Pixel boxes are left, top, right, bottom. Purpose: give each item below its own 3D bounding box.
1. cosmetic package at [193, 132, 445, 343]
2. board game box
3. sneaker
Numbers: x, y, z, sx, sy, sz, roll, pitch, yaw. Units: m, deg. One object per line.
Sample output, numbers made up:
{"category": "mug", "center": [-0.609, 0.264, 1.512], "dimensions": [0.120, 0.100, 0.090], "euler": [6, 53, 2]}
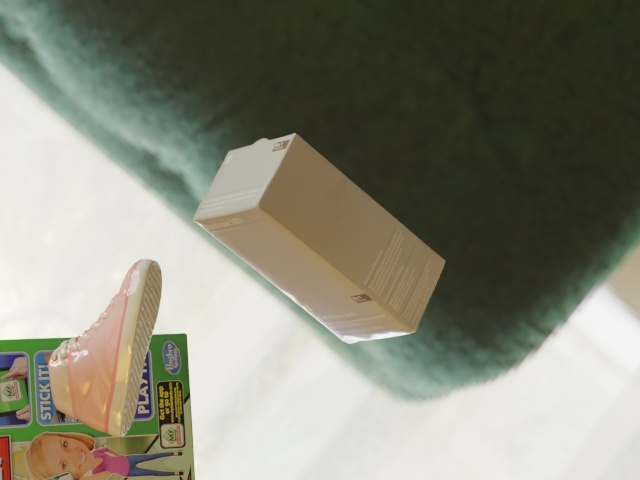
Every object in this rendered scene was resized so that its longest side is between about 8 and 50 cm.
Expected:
{"category": "cosmetic package", "center": [0.000, 0.000, 1.927], "dimensions": [0.238, 0.107, 0.127], "euler": [36, 154, -25]}
{"category": "board game box", "center": [-0.204, 0.235, 1.448], "dimensions": [0.214, 0.317, 0.046], "euler": [-1, 172, -19]}
{"category": "sneaker", "center": [-0.160, 0.072, 1.331], "dimensions": [0.070, 0.134, 0.051], "euler": [16, -167, 13]}
